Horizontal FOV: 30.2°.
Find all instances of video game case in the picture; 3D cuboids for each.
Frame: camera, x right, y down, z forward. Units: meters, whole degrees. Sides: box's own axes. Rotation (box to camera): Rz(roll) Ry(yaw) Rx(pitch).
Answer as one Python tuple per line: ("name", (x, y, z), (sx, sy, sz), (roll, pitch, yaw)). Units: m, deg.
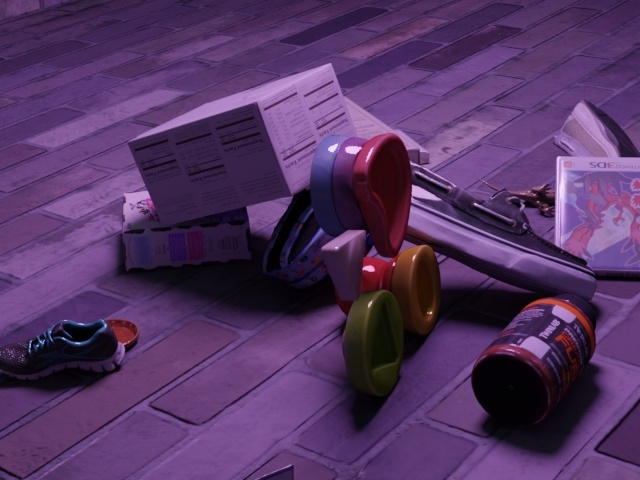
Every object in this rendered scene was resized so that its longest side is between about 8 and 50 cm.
("video game case", (0.441, -0.038, 1.758), (0.184, 0.023, 0.201), (1, 60, 10))

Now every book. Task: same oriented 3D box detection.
("book", (0.131, -0.171, 2.198), (0.096, 0.035, 0.144), (-7, 24, -18))

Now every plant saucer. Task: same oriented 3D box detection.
("plant saucer", (-0.290, 0.133, 1.620), (0.084, 0.013, 0.083), (-3, 24, 1))

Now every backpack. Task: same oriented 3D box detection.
("backpack", (0.000, 0.000, 1.726), (0.158, 0.117, 0.173), (-17, 36, 56))

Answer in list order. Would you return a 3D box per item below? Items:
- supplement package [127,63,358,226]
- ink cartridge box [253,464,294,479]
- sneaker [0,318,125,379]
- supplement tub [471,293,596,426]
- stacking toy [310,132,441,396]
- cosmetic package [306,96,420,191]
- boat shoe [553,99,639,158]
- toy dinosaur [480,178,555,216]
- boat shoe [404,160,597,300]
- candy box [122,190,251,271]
("supplement package", (-0.110, -0.140, 1.761), (0.262, 0.145, 0.204), (-11, 15, 38))
("ink cartridge box", (-0.112, 0.301, 1.014), (0.206, 0.208, 0.045), (-18, 32, -28))
("sneaker", (-0.342, 0.133, 1.539), (0.167, 0.076, 0.065), (-8, 46, -5))
("supplement tub", (0.268, 0.136, 1.438), (0.106, 0.106, 0.198), (12, 30, 29))
("stacking toy", (0.034, 0.034, 1.501), (0.130, 0.309, 0.279), (0, 35, 26))
("cosmetic package", (0.037, -0.146, 2.058), (0.160, 0.113, 0.309), (-12, 26, -18))
("boat shoe", (0.467, -0.109, 1.925), (0.118, 0.103, 0.320), (26, 28, -31))
("toy dinosaur", (0.360, -0.072, 1.953), (0.183, 0.053, 0.092), (0, 9, -10))
("boat shoe", (0.235, -0.021, 1.640), (0.335, 0.119, 0.121), (23, -9, 4))
("candy box", (-0.213, -0.024, 1.875), (0.196, 0.070, 0.165), (-6, 25, -6))
